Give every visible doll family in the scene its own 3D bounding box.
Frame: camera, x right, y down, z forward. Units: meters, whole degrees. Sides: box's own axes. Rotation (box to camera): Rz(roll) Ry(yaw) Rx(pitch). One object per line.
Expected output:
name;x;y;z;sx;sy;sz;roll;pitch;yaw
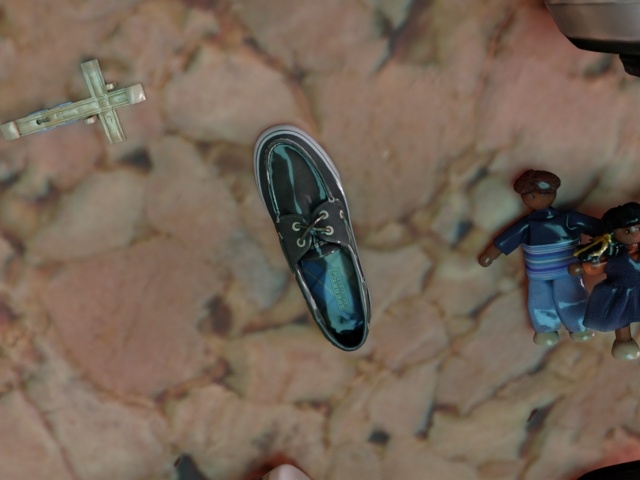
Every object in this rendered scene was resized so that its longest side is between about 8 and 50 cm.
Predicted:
doll family;0.194;0.002;0.431;0.193;0.076;0.111;-15;113;4

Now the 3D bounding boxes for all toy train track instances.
toy train track;-0.140;-0.072;0.414;0.083;0.014;0.048;-16;108;2

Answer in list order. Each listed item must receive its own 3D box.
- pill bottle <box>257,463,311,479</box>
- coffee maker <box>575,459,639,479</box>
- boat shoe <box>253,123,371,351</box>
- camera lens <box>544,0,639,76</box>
pill bottle;-0.052;0.206;0.479;0.120;0.067;0.067;-37;106;8
coffee maker;0.230;0.250;0.487;0.171;0.120;0.178;-31;106;6
boat shoe;0.000;0.000;0.432;0.049;0.040;0.142;-21;108;3
camera lens;0.208;-0.206;0.289;0.219;0.219;0.274;-3;108;-3
